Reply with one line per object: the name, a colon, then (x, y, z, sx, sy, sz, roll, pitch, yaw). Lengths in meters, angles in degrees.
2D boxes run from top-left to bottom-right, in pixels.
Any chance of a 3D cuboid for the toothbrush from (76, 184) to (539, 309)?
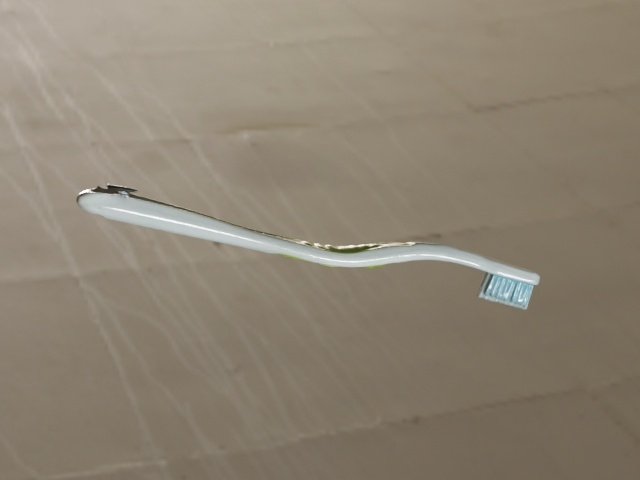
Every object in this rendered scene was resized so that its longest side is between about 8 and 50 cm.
toothbrush: (0.000, 0.000, 0.692, 0.263, 0.026, 0.022, 13, -172, -17)
